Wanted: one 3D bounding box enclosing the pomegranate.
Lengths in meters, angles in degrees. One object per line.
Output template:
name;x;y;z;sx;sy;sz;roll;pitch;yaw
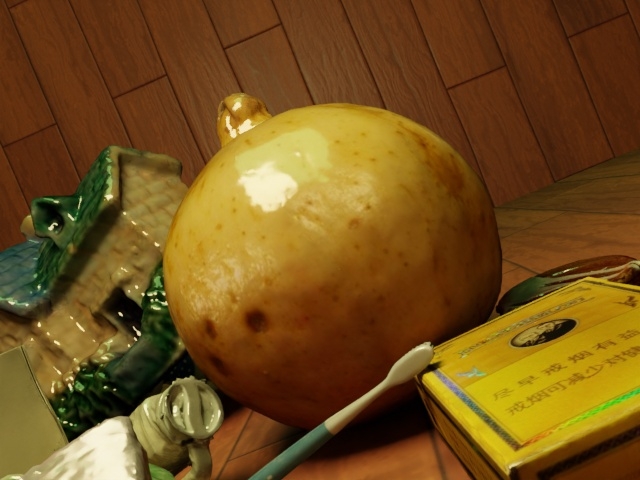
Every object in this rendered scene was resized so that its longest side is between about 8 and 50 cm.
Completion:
pomegranate;0.000;0.000;0.804;0.410;0.410;0.410;-23;2;1

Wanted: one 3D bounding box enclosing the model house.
model house;-0.386;0.085;1.178;0.445;0.400;0.395;-44;-2;26

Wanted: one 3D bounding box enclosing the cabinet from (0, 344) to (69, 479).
cabinet;-0.496;0.312;0.826;0.318;0.227;0.290;-24;1;40

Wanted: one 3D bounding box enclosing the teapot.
teapot;-0.176;0.235;0.755;0.077;0.107;0.200;5;-39;-40

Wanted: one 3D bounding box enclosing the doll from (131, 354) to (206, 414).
doll;-0.337;0.280;1.508;0.293;0.119;0.138;-23;-41;-34

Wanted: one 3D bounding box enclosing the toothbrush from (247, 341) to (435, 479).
toothbrush;-0.006;0.174;0.613;0.275;0.019;0.025;-42;-3;18

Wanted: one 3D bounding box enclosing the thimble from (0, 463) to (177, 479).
thimble;-0.171;0.226;0.410;0.219;0.150;0.219;-22;2;1

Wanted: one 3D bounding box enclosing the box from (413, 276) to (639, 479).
box;0.186;0.107;0.500;0.193;0.084;0.301;-23;2;-3

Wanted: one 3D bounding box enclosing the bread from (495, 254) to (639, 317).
bread;0.266;0.073;0.734;0.160;0.073;0.160;-24;5;2

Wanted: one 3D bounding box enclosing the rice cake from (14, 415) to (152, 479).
rice cake;-0.074;0.179;0.207;0.106;0.050;0.298;-23;33;-14
